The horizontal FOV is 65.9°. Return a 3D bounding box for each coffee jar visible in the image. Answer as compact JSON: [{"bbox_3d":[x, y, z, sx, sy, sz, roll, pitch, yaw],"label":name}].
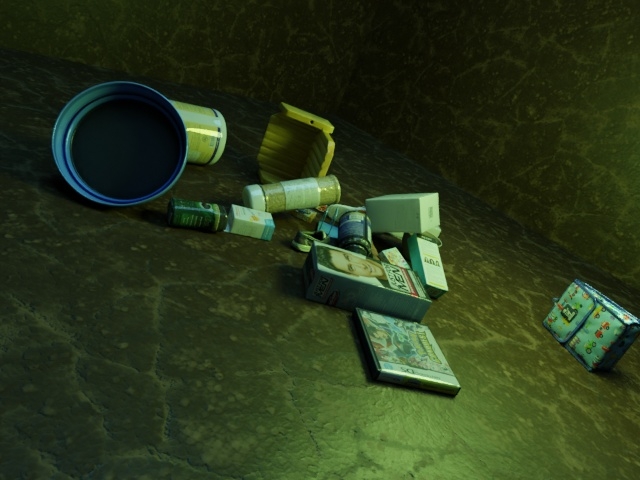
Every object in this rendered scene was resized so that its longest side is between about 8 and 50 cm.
[{"bbox_3d":[-0.391,-0.080,1.582,0.185,0.078,0.096,7,27,-26],"label":"coffee jar"}]

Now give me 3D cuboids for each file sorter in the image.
[{"bbox_3d":[0.084,-0.061,1.946,0.171,0.104,0.118,21,23,-4],"label":"file sorter"}]

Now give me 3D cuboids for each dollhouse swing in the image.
[{"bbox_3d":[-0.119,-0.349,2.077,0.316,0.346,0.305,22,24,-2],"label":"dollhouse swing"}]

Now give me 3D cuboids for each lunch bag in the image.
[{"bbox_3d":[0.980,0.301,1.822,0.138,0.220,0.293,9,27,-30],"label":"lunch bag"}]

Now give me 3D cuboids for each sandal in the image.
[{"bbox_3d":[0.160,-0.107,2.118,0.266,0.101,0.076,19,25,-3],"label":"sandal"}]

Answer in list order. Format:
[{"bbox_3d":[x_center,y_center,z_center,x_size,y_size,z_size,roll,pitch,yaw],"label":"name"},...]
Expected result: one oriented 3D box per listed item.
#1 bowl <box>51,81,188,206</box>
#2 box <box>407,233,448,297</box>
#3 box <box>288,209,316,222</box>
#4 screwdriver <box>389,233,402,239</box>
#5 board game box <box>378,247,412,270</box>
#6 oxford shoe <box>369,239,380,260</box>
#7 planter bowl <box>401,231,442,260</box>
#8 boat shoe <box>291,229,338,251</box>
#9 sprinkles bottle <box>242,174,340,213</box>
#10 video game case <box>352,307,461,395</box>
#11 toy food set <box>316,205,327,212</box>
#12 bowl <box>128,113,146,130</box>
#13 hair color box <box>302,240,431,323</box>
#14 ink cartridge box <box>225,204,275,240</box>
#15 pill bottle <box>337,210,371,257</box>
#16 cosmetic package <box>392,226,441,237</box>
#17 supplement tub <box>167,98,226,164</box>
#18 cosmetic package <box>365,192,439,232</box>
[{"bbox_3d":[-0.604,-0.289,1.519,0.392,0.390,0.077,20,-10,-6],"label":"bowl"},{"bbox_3d":[0.394,0.088,1.835,0.101,0.060,0.244,19,46,-24],"label":"box"},{"bbox_3d":[-0.089,-0.120,2.015,0.136,0.028,0.081,26,23,4],"label":"box"},{"bbox_3d":[0.331,-0.017,2.194,0.170,0.025,0.024,31,22,-4],"label":"screwdriver"},{"bbox_3d":[0.286,0.100,1.807,0.104,0.026,0.154,-12,63,-53],"label":"board game box"},{"bbox_3d":[0.185,0.061,1.841,0.076,0.076,0.212,42,20,-21],"label":"oxford shoe"},{"bbox_3d":[0.402,0.025,2.040,0.162,0.109,0.162,19,24,-9],"label":"planter bowl"},{"bbox_3d":[-0.001,-0.001,1.774,0.224,0.073,0.080,1,31,-41],"label":"boat shoe"},{"bbox_3d":[-0.105,-0.168,1.851,0.356,0.121,0.121,-11,36,-22],"label":"sprinkles bottle"},{"bbox_3d":[0.231,0.302,1.377,0.249,0.035,0.274,15,24,-16],"label":"video game case"},{"bbox_3d":[0.005,-0.147,2.166,0.083,0.020,0.083,29,24,16],"label":"toy food set"},{"bbox_3d":[-0.624,-0.285,1.685,0.290,0.289,0.155,16,67,-15],"label":"bowl"},{"bbox_3d":[0.140,0.137,1.555,0.375,0.113,0.185,16,24,-13],"label":"hair color box"},{"bbox_3d":[-0.257,-0.065,1.698,0.182,0.061,0.104,12,26,-22],"label":"ink cartridge box"},{"bbox_3d":[0.121,0.002,1.775,0.123,0.122,0.219,18,42,-11],"label":"pill bottle"},{"bbox_3d":[0.412,-0.053,2.236,0.239,0.098,0.060,19,21,-10],"label":"cosmetic package"},{"bbox_3d":[-0.577,-0.439,1.994,0.332,0.240,0.241,3,30,-39],"label":"supplement tub"},{"bbox_3d":[0.325,-0.111,1.944,0.225,0.138,0.224,-1,9,30],"label":"cosmetic package"}]
